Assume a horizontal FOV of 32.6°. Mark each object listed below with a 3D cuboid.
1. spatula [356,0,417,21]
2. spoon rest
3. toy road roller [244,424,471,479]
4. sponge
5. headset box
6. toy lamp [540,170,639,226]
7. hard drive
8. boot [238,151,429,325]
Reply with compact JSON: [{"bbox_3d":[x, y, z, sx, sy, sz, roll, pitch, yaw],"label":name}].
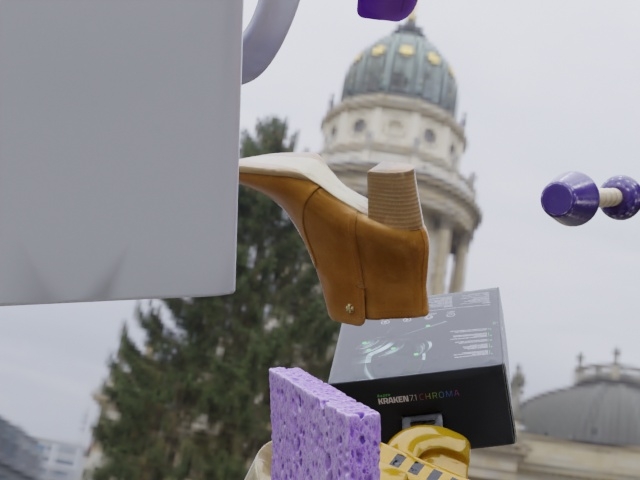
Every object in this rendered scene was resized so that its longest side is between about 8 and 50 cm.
[{"bbox_3d":[-0.005,-0.342,1.439,0.296,0.084,0.030,5,24,-15],"label":"spatula"},{"bbox_3d":[-0.047,-0.274,0.939,0.084,0.276,0.137,2,-7,45],"label":"spoon rest"},{"bbox_3d":[0.065,0.331,1.367,0.329,0.240,0.202,24,-57,-3],"label":"toy road roller"},{"bbox_3d":[-0.002,0.180,0.911,0.031,0.117,0.210,-1,3,-19],"label":"sponge"},{"bbox_3d":[0.152,0.193,1.596,0.246,0.131,0.283,-8,19,9],"label":"headset box"},{"bbox_3d":[0.385,-0.059,1.562,0.080,0.080,0.275,-3,-1,32],"label":"toy lamp"},{"bbox_3d":[-0.157,-0.114,0.723,0.210,0.318,0.040,-2,19,-15],"label":"hard drive"},{"bbox_3d":[0.001,0.000,1.410,0.295,0.211,0.104,8,20,30],"label":"boot"}]
